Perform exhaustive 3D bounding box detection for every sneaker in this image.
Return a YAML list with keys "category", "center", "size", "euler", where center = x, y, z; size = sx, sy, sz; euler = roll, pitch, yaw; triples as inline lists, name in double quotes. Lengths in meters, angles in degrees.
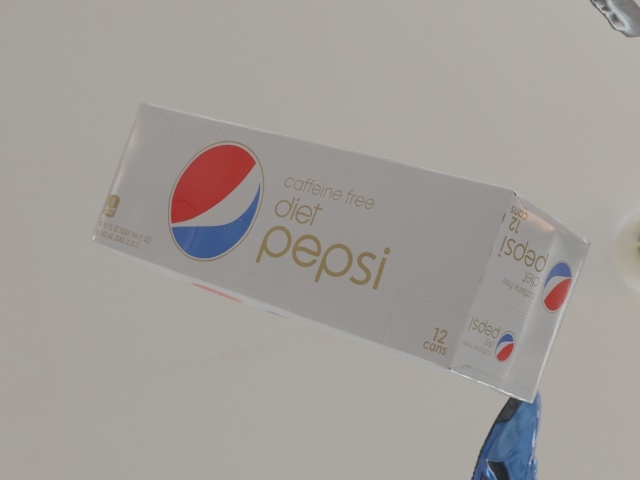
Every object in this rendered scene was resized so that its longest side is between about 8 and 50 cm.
- category: "sneaker"
  center: [0.165, 0.223, 1.139]
  size: [0.082, 0.069, 0.209]
  euler: [21, -76, 18]

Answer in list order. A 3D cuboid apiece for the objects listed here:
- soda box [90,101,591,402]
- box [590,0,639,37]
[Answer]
- category: "soda box"
  center: [0.000, 0.000, 0.573]
  size: [0.069, 0.216, 0.074]
  euler: [26, -97, -49]
- category: "box"
  center: [0.308, -0.334, 0.888]
  size: [0.143, 0.191, 0.382]
  euler: [31, -109, -49]
